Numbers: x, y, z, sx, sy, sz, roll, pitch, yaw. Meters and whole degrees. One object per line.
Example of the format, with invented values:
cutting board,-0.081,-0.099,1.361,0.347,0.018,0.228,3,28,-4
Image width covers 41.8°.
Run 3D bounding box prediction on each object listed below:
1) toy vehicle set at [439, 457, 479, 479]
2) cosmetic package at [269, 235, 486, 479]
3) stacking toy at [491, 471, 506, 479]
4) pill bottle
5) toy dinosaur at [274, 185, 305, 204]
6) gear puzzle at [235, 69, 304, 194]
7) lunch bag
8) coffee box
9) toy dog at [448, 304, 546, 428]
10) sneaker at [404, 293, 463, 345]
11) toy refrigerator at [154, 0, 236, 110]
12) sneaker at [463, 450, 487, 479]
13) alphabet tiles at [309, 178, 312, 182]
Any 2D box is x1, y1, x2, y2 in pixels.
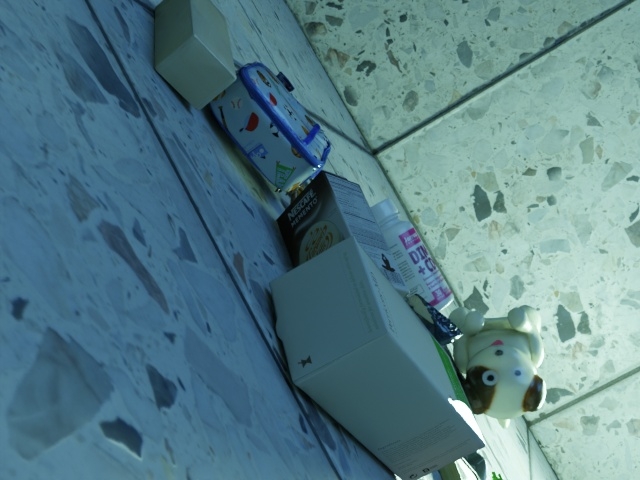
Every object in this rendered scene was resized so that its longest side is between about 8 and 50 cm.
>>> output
toy vehicle set,0.296,0.526,1.591,0.166,0.035,0.267,51,14,-38
cosmetic package,0.088,0.189,1.246,0.365,0.155,0.197,51,15,-44
stacking toy,0.470,0.669,1.971,0.221,0.052,0.167,51,12,-30
pill bottle,0.175,0.054,1.954,0.283,0.160,0.160,60,11,2
toy dinosaur,-0.027,-0.072,1.604,0.112,0.064,0.212,48,44,-28
gear puzzle,-0.095,-0.225,1.776,0.175,0.044,0.339,46,18,-52
lunch bag,-0.080,-0.210,1.546,0.243,0.115,0.303,48,14,-7
coffee box,0.032,0.024,1.409,0.098,0.141,0.247,16,39,-41
toy dog,0.503,0.378,2.425,0.408,0.284,0.396,-36,132,-80
sneaker,0.158,0.169,1.523,0.110,0.122,0.283,40,-7,-13
toy refrigerator,-0.217,-0.333,1.410,0.102,0.094,0.269,44,17,-33
sneaker,0.344,0.497,1.838,0.061,0.053,0.152,60,10,-14
alphabet tiles,-0.060,-0.224,1.891,0.237,0.009,0.198,62,4,-79
